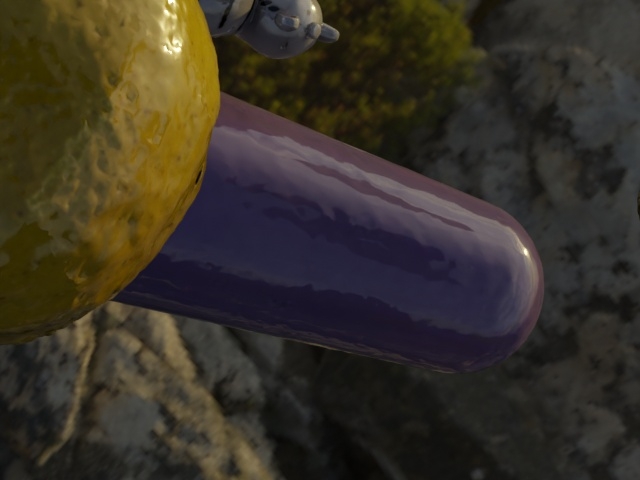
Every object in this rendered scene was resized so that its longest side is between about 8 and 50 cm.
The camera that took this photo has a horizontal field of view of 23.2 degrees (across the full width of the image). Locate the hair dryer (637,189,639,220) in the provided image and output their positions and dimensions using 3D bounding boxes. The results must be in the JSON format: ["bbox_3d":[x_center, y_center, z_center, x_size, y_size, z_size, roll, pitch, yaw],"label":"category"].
[{"bbox_3d":[0.359,0.026,1.158,0.090,0.135,0.278,-34,77,-17],"label":"hair dryer"}]

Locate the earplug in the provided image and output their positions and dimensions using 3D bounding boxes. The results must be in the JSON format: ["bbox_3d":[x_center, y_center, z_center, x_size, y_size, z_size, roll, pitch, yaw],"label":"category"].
[{"bbox_3d":[0.000,0.000,1.432,0.456,0.215,0.215,17,60,-21],"label":"earplug"}]

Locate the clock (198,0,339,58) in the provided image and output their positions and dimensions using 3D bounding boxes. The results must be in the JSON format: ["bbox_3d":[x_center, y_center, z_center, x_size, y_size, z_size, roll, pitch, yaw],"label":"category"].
[{"bbox_3d":[-0.071,-0.205,1.339,0.176,0.117,0.080,8,104,-53],"label":"clock"}]

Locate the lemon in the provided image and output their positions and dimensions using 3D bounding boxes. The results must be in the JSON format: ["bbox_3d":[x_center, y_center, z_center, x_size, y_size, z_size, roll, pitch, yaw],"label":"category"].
[{"bbox_3d":[-0.155,-0.062,0.752,0.204,0.204,0.260,30,71,-9],"label":"lemon"}]
